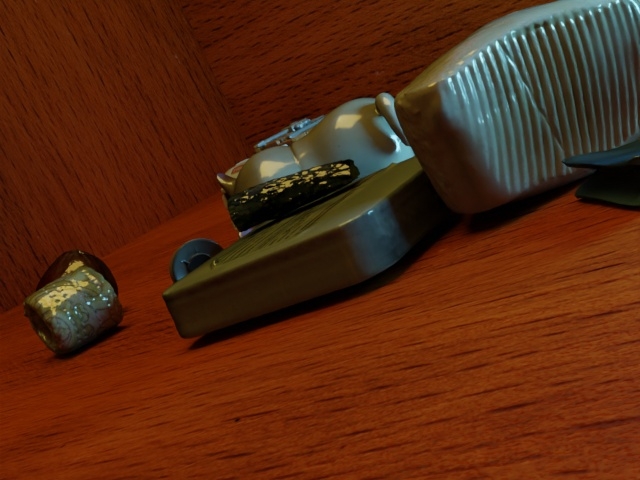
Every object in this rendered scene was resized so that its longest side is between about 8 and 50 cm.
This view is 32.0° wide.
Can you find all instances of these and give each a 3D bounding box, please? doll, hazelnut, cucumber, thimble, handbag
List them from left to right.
[{"bbox_3d":[-0.483,0.133,2.165,0.143,0.137,0.190,-32,26,-25],"label":"thimble"},{"bbox_3d":[-0.518,0.107,2.372,0.178,0.178,0.204,-24,-3,9],"label":"hazelnut"},{"bbox_3d":[-0.042,-0.082,1.743,0.211,0.062,0.078,-24,6,21],"label":"cucumber"},{"bbox_3d":[0.019,-0.119,2.034,0.370,0.215,0.226,-32,-35,14],"label":"doll"},{"bbox_3d":[0.390,-0.091,1.321,0.144,0.057,0.221,-19,6,-8],"label":"handbag"}]

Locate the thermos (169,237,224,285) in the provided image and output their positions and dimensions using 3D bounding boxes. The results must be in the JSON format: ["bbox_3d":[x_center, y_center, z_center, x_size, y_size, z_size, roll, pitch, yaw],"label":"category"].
[{"bbox_3d":[-0.246,0.066,2.100,0.137,0.105,0.193,-59,12,-10],"label":"thermos"}]

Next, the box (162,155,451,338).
[{"bbox_3d":[0.001,0.001,1.694,0.396,0.111,0.396,-21,9,34],"label":"box"}]

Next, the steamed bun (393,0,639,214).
[{"bbox_3d":[0.286,-0.197,1.594,0.383,0.247,0.236,-29,11,-17],"label":"steamed bun"}]

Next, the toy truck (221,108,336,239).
[{"bbox_3d":[-0.037,-0.139,2.334,0.173,0.207,0.387,-18,11,42],"label":"toy truck"}]

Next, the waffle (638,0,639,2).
[{"bbox_3d":[0.586,-0.408,1.883,0.224,0.098,0.328,-33,51,-20],"label":"waffle"}]
